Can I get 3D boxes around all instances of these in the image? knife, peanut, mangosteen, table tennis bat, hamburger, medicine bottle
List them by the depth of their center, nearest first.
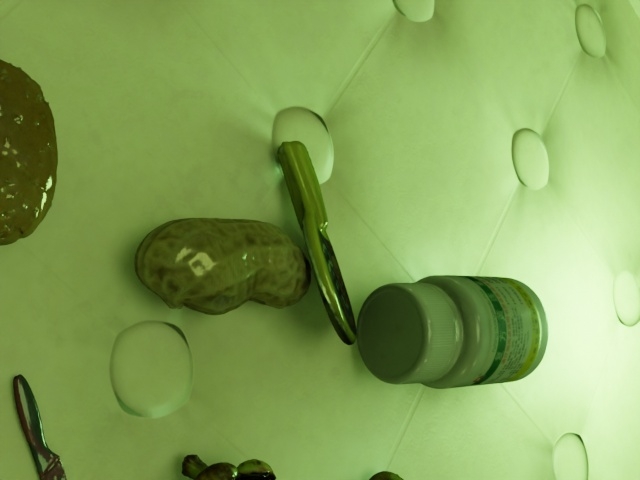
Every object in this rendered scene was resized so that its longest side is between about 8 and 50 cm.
[{"bbox_3d":[-0.466,-0.117,1.107,0.283,0.145,0.259,-2,86,-37],"label":"hamburger"},{"bbox_3d":[-0.368,0.296,1.207,0.035,0.018,0.247,-23,101,-46],"label":"knife"},{"bbox_3d":[-0.131,0.401,1.304,0.192,0.192,0.217,-18,71,-43],"label":"mangosteen"},{"bbox_3d":[-0.134,0.041,1.383,0.325,0.140,0.153,11,69,-43],"label":"peanut"},{"bbox_3d":[0.000,0.000,1.520,0.224,0.054,0.368,44,28,-75],"label":"table tennis bat"},{"bbox_3d":[0.246,0.168,1.659,0.340,0.208,0.208,4,80,-42],"label":"medicine bottle"}]

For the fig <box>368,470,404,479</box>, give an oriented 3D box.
[{"bbox_3d":[0.131,0.449,1.579,0.082,0.098,0.084,-21,108,-44],"label":"fig"}]
